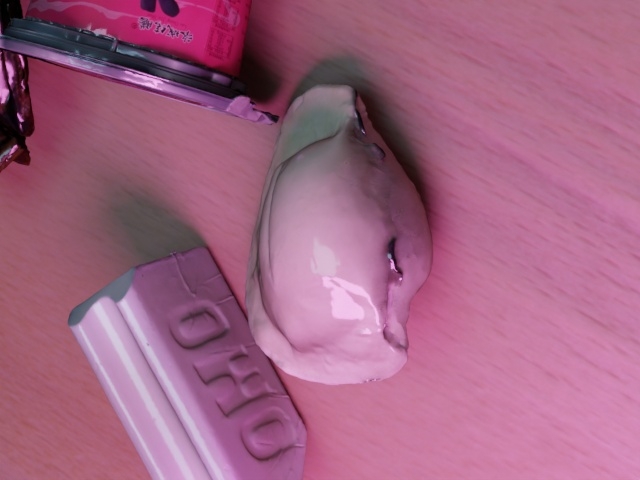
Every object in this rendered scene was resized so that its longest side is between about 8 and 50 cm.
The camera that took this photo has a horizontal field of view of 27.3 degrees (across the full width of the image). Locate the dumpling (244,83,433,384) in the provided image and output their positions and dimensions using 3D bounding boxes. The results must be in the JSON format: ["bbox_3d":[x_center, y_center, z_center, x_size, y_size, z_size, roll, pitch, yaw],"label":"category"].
[{"bbox_3d":[0.004,0.003,1.272,0.175,0.243,0.227,36,143,-25],"label":"dumpling"}]

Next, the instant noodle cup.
[{"bbox_3d":[-0.165,-0.236,1.263,0.258,0.302,0.181,21,96,62],"label":"instant noodle cup"}]

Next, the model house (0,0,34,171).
[{"bbox_3d":[-0.423,-0.252,1.427,0.282,0.297,0.317,-48,39,17],"label":"model house"}]

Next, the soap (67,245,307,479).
[{"bbox_3d":[-0.118,0.160,1.336,0.095,0.173,0.289,-32,84,28],"label":"soap"}]
